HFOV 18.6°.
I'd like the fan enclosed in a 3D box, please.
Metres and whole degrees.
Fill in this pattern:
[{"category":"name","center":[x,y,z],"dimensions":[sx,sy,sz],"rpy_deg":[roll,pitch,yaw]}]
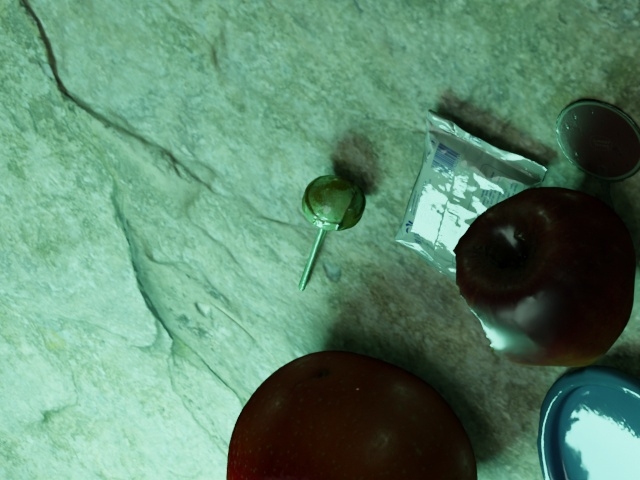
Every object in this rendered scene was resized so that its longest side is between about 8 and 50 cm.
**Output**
[{"category":"fan","center":[0.248,-0.068,1.716],"dimensions":[0.085,0.005,0.133],"rpy_deg":[11,133,30]}]

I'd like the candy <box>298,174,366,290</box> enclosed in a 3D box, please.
[{"category":"candy","center":[0.000,0.000,1.952],"dimensions":[0.061,0.061,0.202],"rpy_deg":[33,149,8]}]

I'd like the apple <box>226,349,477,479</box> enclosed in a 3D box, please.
[{"category":"apple","center":[0.026,0.243,2.026],"dimensions":[0.260,0.216,0.260],"rpy_deg":[20,134,22]}]

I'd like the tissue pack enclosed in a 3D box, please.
[{"category":"tissue pack","center":[0.135,-0.027,1.827],"dimensions":[0.122,0.026,0.193],"rpy_deg":[29,140,14]}]

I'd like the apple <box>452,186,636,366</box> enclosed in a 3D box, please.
[{"category":"apple","center":[0.210,0.039,1.737],"dimensions":[0.147,0.156,0.158],"rpy_deg":[4,158,38]}]

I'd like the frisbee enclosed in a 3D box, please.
[{"category":"frisbee","center":[0.323,0.245,1.889],"dimensions":[0.289,0.049,0.289],"rpy_deg":[39,143,37]}]
